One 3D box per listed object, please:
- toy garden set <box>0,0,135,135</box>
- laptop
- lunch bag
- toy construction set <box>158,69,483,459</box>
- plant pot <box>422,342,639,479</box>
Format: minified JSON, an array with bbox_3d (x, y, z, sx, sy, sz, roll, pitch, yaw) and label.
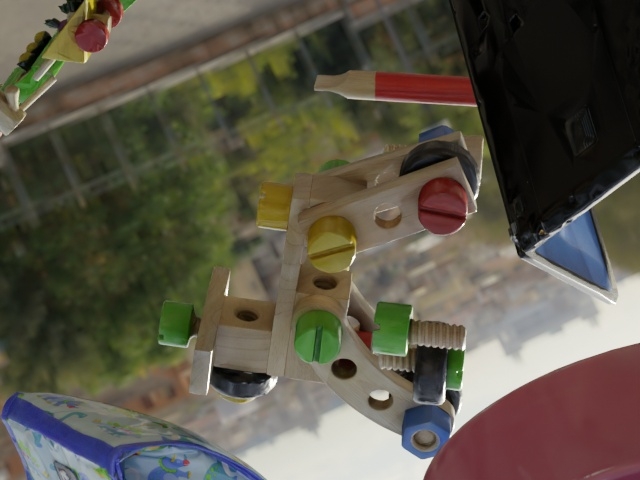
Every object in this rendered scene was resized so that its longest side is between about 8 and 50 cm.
[{"bbox_3d":[-0.245,-0.171,1.416,0.244,0.049,0.204,-39,-162,24],"label":"toy garden set"},{"bbox_3d":[0.143,-0.115,0.817,0.136,0.234,0.264,-3,158,-28],"label":"laptop"},{"bbox_3d":[-0.122,0.154,1.032,0.129,0.151,0.096,15,-111,45],"label":"lunch bag"},{"bbox_3d":[0.000,0.000,1.215,0.237,0.309,0.257,5,147,6],"label":"toy construction set"},{"bbox_3d":[0.148,0.161,0.599,0.201,0.180,0.201,-5,141,-4],"label":"plant pot"}]
